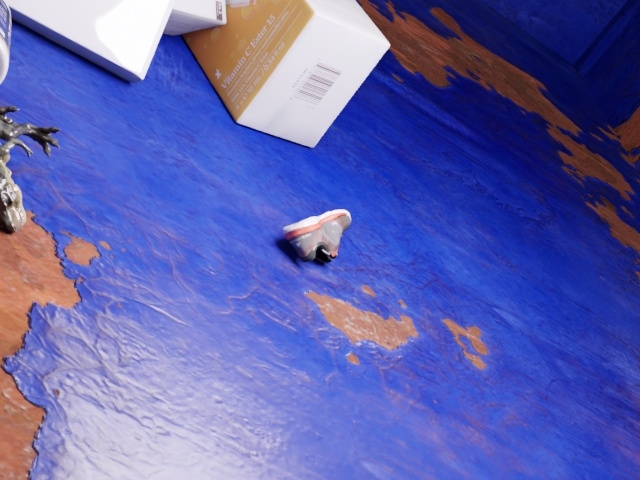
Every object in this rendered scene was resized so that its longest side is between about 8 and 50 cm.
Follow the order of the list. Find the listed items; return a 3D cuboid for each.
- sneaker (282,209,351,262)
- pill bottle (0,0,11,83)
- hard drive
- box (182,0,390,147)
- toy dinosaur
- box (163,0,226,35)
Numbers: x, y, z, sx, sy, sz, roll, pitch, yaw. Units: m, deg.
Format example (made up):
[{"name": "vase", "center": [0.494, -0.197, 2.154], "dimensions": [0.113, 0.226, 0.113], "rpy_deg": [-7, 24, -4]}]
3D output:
[{"name": "sneaker", "center": [0.000, 0.000, 1.592], "dimensions": [0.158, 0.061, 0.065], "rpy_deg": [-18, 87, -62]}, {"name": "pill bottle", "center": [-0.407, -0.244, 1.372], "dimensions": [0.094, 0.094, 0.169], "rpy_deg": [26, 27, -28]}, {"name": "hard drive", "center": [-0.287, -0.425, 1.631], "dimensions": [0.233, 0.353, 0.047], "rpy_deg": [27, -18, -25]}, {"name": "box", "center": [-0.081, -0.349, 1.881], "dimensions": [0.168, 0.215, 0.345], "rpy_deg": [14, 33, -43]}, {"name": "toy dinosaur", "center": [-0.358, -0.119, 1.266], "dimensions": [0.268, 0.064, 0.118], "rpy_deg": [46, 31, 25]}, {"name": "box", "center": [-0.244, -0.416, 1.785], "dimensions": [0.182, 0.119, 0.181], "rpy_deg": [2, 83, -55]}]
